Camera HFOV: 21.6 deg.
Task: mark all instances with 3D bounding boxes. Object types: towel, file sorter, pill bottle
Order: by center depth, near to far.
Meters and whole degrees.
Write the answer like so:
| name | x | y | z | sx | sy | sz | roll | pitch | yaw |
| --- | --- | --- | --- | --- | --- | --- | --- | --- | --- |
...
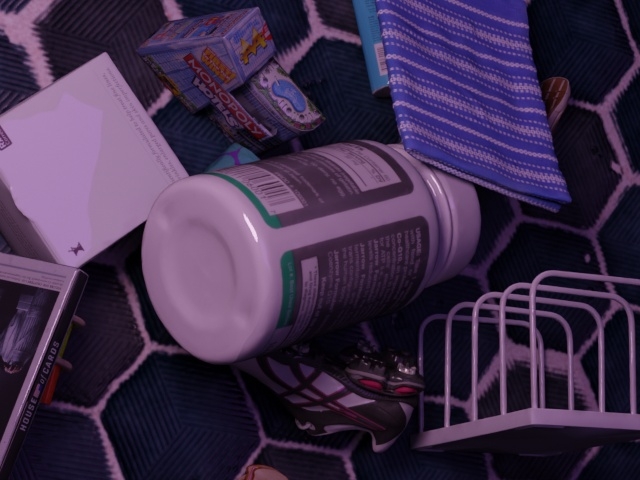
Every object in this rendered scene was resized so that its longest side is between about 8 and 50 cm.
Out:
| name | x | y | z | sx | sy | sz | roll | pitch | yaw |
| --- | --- | --- | --- | --- | --- | --- | --- | --- | --- |
| pill bottle | 0.000 | 0.000 | 1.847 | 0.361 | 0.204 | 0.204 | -14 | 88 | -43 |
| file sorter | 0.251 | 0.150 | 1.941 | 0.193 | 0.278 | 0.173 | 6 | 75 | -24 |
| towel | 0.176 | -0.201 | 1.992 | 0.243 | 0.040 | 0.336 | 18 | 46 | -30 |

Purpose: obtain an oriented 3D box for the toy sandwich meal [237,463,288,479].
| name | x | y | z | sx | sy | sz | roll | pitch | yaw |
| --- | --- | --- | --- | --- | --- | --- | --- | --- | --- |
| toy sandwich meal | -0.065 | 0.297 | 1.902 | 0.085 | 0.029 | 0.085 | 4 | 80 | -24 |

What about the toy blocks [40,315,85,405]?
| name | x | y | z | sx | sy | sz | roll | pitch | yaw |
| --- | --- | --- | --- | --- | --- | --- | --- | --- | --- |
| toy blocks | -0.329 | 0.136 | 1.791 | 0.123 | 0.054 | 0.148 | 23 | 73 | -20 |

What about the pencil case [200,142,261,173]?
| name | x | y | z | sx | sy | sz | roll | pitch | yaw |
| --- | --- | --- | --- | --- | --- | --- | --- | --- | --- |
| pencil case | -0.123 | -0.042 | 1.910 | 0.152 | 0.064 | 0.070 | -44 | 108 | -24 |

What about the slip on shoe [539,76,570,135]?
| name | x | y | z | sx | sy | sz | roll | pitch | yaw |
| --- | --- | --- | --- | --- | --- | --- | --- | --- | --- |
| slip on shoe | 0.281 | -0.148 | 2.131 | 0.135 | 0.051 | 0.041 | -64 | 148 | -28 |

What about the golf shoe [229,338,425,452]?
| name | x | y | z | sx | sy | sz | roll | pitch | yaw |
| --- | --- | --- | --- | --- | --- | --- | --- | --- | --- |
| golf shoe | -0.021 | 0.161 | 1.903 | 0.273 | 0.105 | 0.120 | 17 | 107 | -5 |

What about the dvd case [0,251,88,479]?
| name | x | y | z | sx | sy | sz | roll | pitch | yaw |
| --- | --- | --- | --- | --- | --- | --- | --- | --- | --- |
| dvd case | -0.353 | 0.126 | 1.723 | 0.029 | 0.179 | 0.238 | 44 | 61 | -55 |

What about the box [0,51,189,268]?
| name | x | y | z | sx | sy | sz | roll | pitch | yaw |
| --- | --- | --- | --- | --- | --- | --- | --- | --- | --- |
| box | -0.269 | -0.075 | 1.817 | 0.182 | 0.119 | 0.181 | -36 | 98 | -25 |

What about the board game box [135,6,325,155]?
| name | x | y | z | sx | sy | sz | roll | pitch | yaw |
| --- | --- | --- | --- | --- | --- | --- | --- | --- | --- |
| board game box | -0.093 | -0.181 | 1.874 | 0.194 | 0.194 | 0.060 | 48 | 66 | -10 |

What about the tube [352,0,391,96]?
| name | x | y | z | sx | sy | sz | roll | pitch | yaw |
| --- | --- | --- | --- | --- | --- | --- | --- | --- | --- |
| tube | 0.071 | -0.280 | 2.051 | 0.080 | 0.052 | 0.207 | -2 | 77 | -34 |
